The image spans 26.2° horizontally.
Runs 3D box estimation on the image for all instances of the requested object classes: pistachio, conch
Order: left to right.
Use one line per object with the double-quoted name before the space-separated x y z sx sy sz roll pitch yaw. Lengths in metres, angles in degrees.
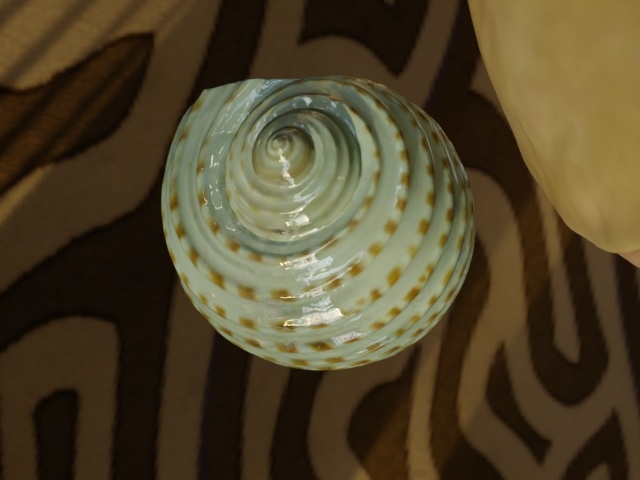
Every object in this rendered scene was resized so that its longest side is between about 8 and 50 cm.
"conch" -0.003 0.006 0.714 0.200 0.172 0.131 71 27 -44
"pistachio" 0.148 -0.095 0.604 0.162 0.293 0.181 16 124 -32
